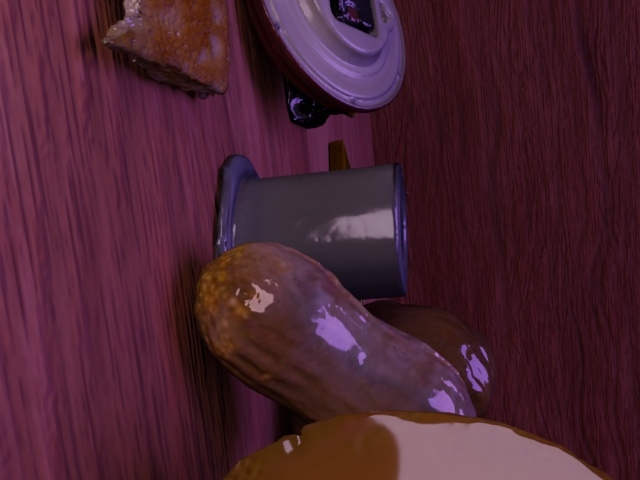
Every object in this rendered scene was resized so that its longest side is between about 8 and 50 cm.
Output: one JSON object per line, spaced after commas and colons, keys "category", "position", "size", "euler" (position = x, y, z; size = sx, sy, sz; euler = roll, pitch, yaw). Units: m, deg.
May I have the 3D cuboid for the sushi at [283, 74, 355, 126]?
{"category": "sushi", "position": [0.024, -0.301, 0.929], "size": [0.153, 0.151, 0.172], "euler": [-34, 118, -77]}

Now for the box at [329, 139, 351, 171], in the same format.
{"category": "box", "position": [0.055, -0.088, 1.286], "size": [0.153, 0.041, 0.278], "euler": [61, 25, -67]}

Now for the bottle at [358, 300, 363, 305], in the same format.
{"category": "bottle", "position": [0.046, 0.061, 1.045], "size": [0.082, 0.082, 0.286], "euler": [73, 16, -47]}

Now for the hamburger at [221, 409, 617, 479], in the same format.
{"category": "hamburger", "position": [0.070, 0.312, 0.297], "size": [0.395, 0.396, 0.277], "euler": [-84, 160, -46]}

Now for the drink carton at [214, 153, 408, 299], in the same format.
{"category": "drink carton", "position": [0.000, 0.000, 0.590], "size": [0.191, 0.190, 0.185], "euler": [63, 30, -61]}

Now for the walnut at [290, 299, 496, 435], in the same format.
{"category": "walnut", "position": [0.094, 0.231, 0.729], "size": [0.285, 0.285, 0.296], "euler": [-63, 154, -70]}

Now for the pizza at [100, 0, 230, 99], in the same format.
{"category": "pizza", "position": [-0.124, -0.194, 0.424], "size": [0.262, 0.034, 0.181], "euler": [-78, 159, -59]}

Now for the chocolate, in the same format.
{"category": "chocolate", "position": [0.022, 0.115, 0.471], "size": [0.309, 0.134, 0.134], "euler": [42, 21, -8]}

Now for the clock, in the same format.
{"category": "clock", "position": [0.024, -0.338, 0.758], "size": [0.319, 0.080, 0.318], "euler": [16, 66, -40]}
